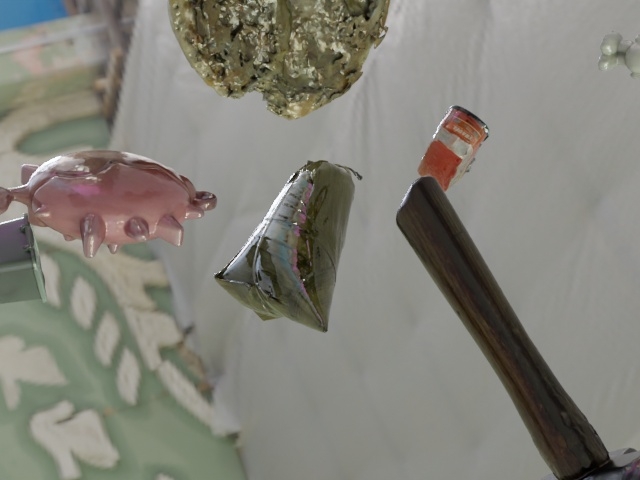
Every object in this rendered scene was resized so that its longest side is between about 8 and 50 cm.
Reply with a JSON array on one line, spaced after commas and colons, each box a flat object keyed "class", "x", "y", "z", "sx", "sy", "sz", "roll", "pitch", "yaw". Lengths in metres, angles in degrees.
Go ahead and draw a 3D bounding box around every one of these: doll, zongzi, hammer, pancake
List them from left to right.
[{"class": "doll", "x": -0.244, "y": -0.047, "z": 1.400, "sx": 0.211, "sy": 0.262, "sz": 0.093, "roll": -131, "pitch": -137, "yaw": -55}, {"class": "pancake", "x": -0.049, "y": -0.352, "z": 1.751, "sx": 0.071, "sy": 0.382, "sz": 0.382, "roll": 21, "pitch": -55, "yaw": 52}, {"class": "zongzi", "x": 0.002, "y": -0.002, "z": 1.390, "sx": 0.094, "sy": 0.205, "sz": 0.204, "roll": 39, "pitch": -11, "yaw": -26}, {"class": "hammer", "x": 0.185, "y": 0.126, "z": 1.197, "sx": 0.409, "sy": 0.095, "sz": 0.242, "roll": 56, "pitch": -23, "yaw": 4}, {"class": "doll", "x": 0.230, "y": -0.121, "z": 0.839, "sx": 0.085, "sy": 0.040, "sz": 0.058, "roll": 37, "pitch": -53, "yaw": 21}]

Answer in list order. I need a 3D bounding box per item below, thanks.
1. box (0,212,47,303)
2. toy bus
[{"class": "box", "x": -0.388, "y": 0.028, "z": 1.602, "sx": 0.122, "sy": 0.069, "sz": 0.084, "roll": 97, "pitch": -20, "yaw": -61}, {"class": "toy bus", "x": 0.203, "y": -0.140, "z": 1.977, "sx": 0.079, "sy": 0.077, "sz": 0.174, "roll": 38, "pitch": -18, "yaw": 7}]
